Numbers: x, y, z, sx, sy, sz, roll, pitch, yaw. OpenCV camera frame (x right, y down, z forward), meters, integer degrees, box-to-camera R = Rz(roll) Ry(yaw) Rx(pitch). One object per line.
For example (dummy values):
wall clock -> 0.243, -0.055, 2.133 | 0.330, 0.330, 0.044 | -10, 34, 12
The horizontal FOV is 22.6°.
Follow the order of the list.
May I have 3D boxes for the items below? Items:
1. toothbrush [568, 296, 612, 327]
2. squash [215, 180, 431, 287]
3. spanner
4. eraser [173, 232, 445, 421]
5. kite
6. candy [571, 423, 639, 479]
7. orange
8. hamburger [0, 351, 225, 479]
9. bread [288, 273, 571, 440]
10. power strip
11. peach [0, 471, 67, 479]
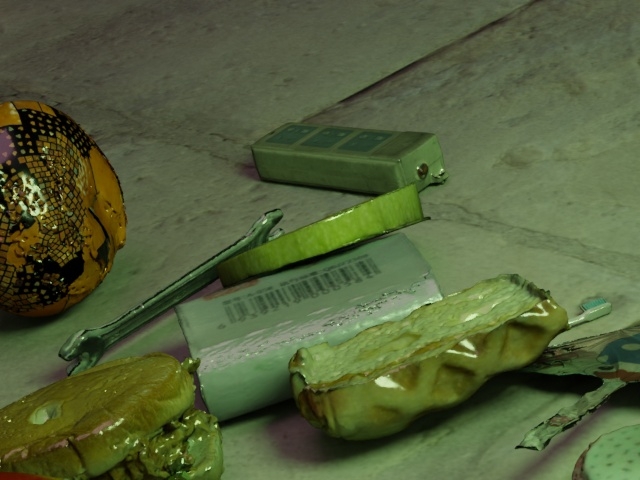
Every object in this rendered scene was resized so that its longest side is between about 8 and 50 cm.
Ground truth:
toothbrush -> 0.161, 0.087, 1.408 | 0.204, 0.017, 0.022 | -18, 35, -8
squash -> -0.001, -0.005, 1.576 | 0.219, 0.041, 0.219 | -19, -1, 0
spanner -> -0.143, 0.051, 1.614 | 0.017, 0.071, 0.302 | 40, 54, 23
eraser -> -0.009, 0.076, 1.454 | 0.227, 0.081, 0.174 | -17, 25, -6
kite -> 0.248, 0.105, 1.276 | 0.314, 0.011, 0.335 | -24, 15, -40
candy -> 0.232, 0.172, 1.148 | 0.103, 0.043, 0.103 | -13, 26, 6
orange -> -0.307, -0.033, 1.688 | 0.182, 0.234, 0.234 | -6, 26, 21
hamburger -> -0.189, 0.177, 1.292 | 0.215, 0.122, 0.189 | -16, 17, 6
bread -> 0.090, 0.098, 1.319 | 0.232, 0.088, 0.128 | -22, 20, -1
power strip -> 0.027, -0.095, 1.840 | 0.272, 0.052, 0.078 | 10, 35, 44
peach -> -0.209, 0.244, 1.072 | 0.226, 0.190, 0.196 | 9, 47, 32
